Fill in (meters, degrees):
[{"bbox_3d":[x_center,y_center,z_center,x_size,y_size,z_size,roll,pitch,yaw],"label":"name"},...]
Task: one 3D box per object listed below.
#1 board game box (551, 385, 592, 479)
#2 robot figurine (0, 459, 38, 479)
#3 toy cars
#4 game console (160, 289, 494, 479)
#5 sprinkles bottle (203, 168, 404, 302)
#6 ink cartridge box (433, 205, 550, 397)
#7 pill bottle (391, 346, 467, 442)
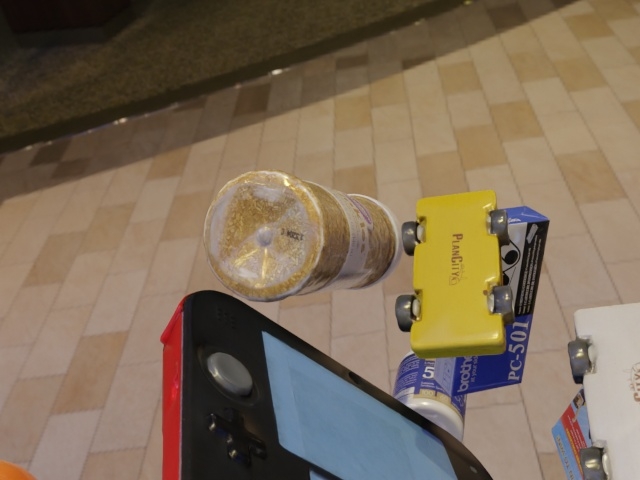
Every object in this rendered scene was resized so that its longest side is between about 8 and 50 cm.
[{"bbox_3d":[0.512,0.378,1.270,0.086,0.302,0.308,-2,51,-9],"label":"board game box"},{"bbox_3d":[-0.173,0.211,0.420,0.128,0.158,0.219,-39,82,-23],"label":"robot figurine"},{"bbox_3d":[0.189,0.093,0.658,0.176,0.087,0.393,-36,44,-13],"label":"toy cars"},{"bbox_3d":[0.045,0.211,0.591,0.060,0.386,0.342,-50,24,12],"label":"game console"},{"bbox_3d":[0.000,0.000,0.845,0.121,0.121,0.355,-1,-1,17],"label":"sprinkles bottle"},{"bbox_3d":[0.187,0.069,0.860,0.097,0.207,0.046,-7,26,-20],"label":"ink cartridge box"},{"bbox_3d":[0.167,0.227,1.178,0.112,0.112,0.187,-2,30,15],"label":"pill bottle"}]
